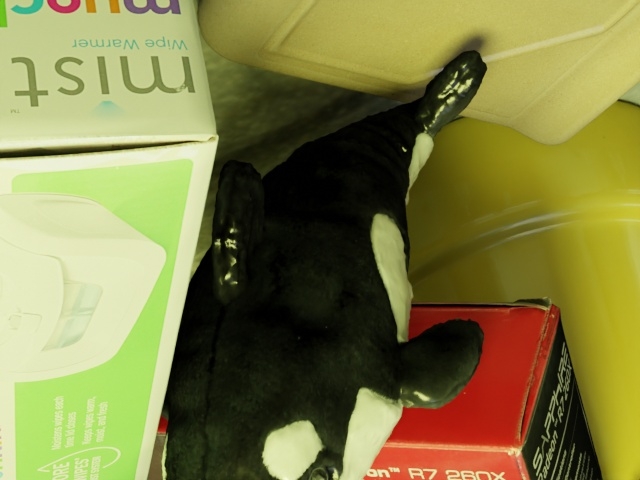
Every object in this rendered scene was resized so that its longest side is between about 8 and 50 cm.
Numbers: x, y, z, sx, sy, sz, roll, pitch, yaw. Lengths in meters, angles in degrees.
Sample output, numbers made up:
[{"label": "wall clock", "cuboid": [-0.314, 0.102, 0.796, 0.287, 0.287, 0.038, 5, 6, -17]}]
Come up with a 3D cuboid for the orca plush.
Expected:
[{"label": "orca plush", "cuboid": [0.000, 0.000, 0.561, 0.151, 0.287, 0.102, 11, 140, 35]}]

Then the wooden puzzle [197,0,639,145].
[{"label": "wooden puzzle", "cuboid": [0.091, -0.143, 0.627, 0.238, 0.044, 0.221, 13, 141, -32]}]

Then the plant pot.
[{"label": "plant pot", "cuboid": [0.147, 0.077, 0.819, 0.254, 0.239, 0.254, -11, 149, -7]}]

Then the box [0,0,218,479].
[{"label": "box", "cuboid": [-0.131, -0.048, 0.494, 0.127, 0.231, 0.262, -4, 148, -16]}]

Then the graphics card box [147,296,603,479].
[{"label": "graphics card box", "cuboid": [0.045, 0.191, 0.700, 0.233, 0.094, 0.371, -1, 132, 25]}]
